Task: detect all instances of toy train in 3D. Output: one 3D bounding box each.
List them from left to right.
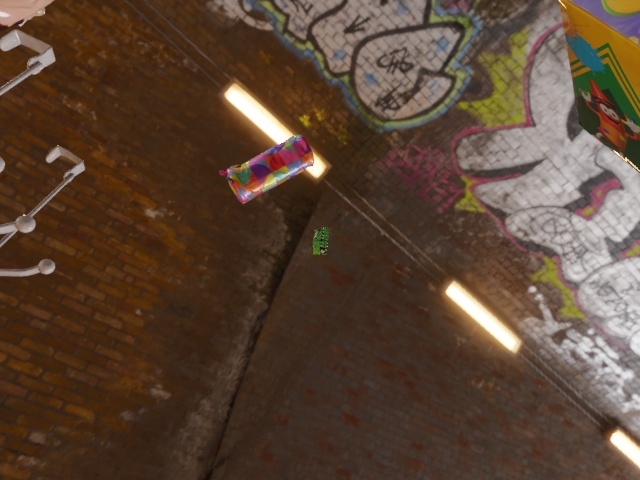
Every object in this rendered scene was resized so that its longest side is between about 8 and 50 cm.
[{"bbox_3d":[0.000,0.000,0.708,0.024,0.017,0.083,1,-157,3],"label":"toy train"}]

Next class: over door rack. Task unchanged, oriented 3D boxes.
[{"bbox_3d":[-0.394,-0.068,0.580,0.108,0.239,0.324,17,-125,-6],"label":"over door rack"}]

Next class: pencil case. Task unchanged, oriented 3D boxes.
[{"bbox_3d":[-0.132,-0.188,1.180,0.104,0.236,0.104,59,169,18],"label":"pencil case"}]

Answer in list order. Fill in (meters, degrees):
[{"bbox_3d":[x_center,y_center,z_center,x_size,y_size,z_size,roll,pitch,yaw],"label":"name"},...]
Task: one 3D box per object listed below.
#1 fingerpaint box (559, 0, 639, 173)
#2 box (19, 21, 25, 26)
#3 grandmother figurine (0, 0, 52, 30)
[{"bbox_3d":[0.549,-0.323,0.553,0.371,0.445,0.163,21,-148,-56],"label":"fingerpaint box"},{"bbox_3d":[-0.696,-0.672,1.022,0.127,0.262,0.231,44,178,36],"label":"box"},{"bbox_3d":[-0.521,-0.380,0.735,0.208,0.343,0.104,-84,-25,-75],"label":"grandmother figurine"}]
